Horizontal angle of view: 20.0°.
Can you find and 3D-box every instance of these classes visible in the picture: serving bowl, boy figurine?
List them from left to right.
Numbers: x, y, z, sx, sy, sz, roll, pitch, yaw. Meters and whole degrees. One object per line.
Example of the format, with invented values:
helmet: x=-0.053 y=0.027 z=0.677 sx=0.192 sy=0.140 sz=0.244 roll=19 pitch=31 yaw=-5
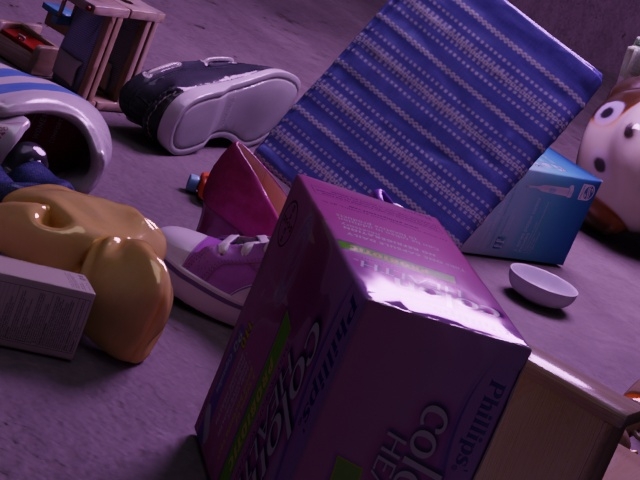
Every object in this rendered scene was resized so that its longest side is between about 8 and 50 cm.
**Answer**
boy figurine: x=-0.200 y=0.003 z=1.503 sx=0.177 sy=0.092 sz=0.285 roll=7 pitch=22 yaw=-45
serving bowl: x=0.249 y=0.056 z=2.064 sx=0.083 sy=0.027 sz=0.083 roll=21 pitch=14 yaw=-6

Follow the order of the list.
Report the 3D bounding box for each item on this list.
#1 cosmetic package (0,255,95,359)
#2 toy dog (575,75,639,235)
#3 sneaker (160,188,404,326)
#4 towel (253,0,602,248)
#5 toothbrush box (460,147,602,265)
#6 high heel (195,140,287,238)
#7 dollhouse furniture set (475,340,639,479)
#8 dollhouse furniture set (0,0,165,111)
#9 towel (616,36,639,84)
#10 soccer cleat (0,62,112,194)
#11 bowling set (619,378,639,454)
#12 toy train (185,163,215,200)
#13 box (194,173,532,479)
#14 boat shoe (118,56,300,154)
cosmetic package: x=-0.234 y=0.046 z=1.366 sx=0.115 sy=0.060 sz=0.041 roll=16 pitch=15 yaw=-26
toy dog: x=0.555 y=-0.083 z=2.508 sx=0.408 sy=0.284 sz=0.395 roll=21 pitch=2 yaw=-3
sneaker: x=-0.012 y=0.010 z=1.611 sx=0.282 sy=0.161 sz=0.102 roll=21 pitch=17 yaw=3
towel: x=0.120 y=-0.135 z=1.979 sx=0.243 sy=0.336 sz=0.040 roll=39 pitch=-17 yaw=10
toothbrush box: x=0.159 y=-0.081 z=2.222 sx=0.295 sy=0.126 sz=0.216 roll=8 pitch=22 yaw=-44
high heel: x=0.000 y=0.000 z=1.737 sx=0.244 sy=0.117 sz=0.082 roll=24 pitch=15 yaw=7
dollhouse furniture set: x=0.197 y=0.161 z=1.371 sx=0.212 sy=0.161 sz=0.242 roll=29 pitch=17 yaw=26
dollhouse furniture set: x=-0.308 y=-0.249 z=2.142 sx=0.183 sy=0.129 sz=0.129 roll=32 pitch=18 yaw=30
towel: x=0.527 y=-0.147 z=2.652 sx=0.248 sy=0.325 sz=0.038 roll=19 pitch=52 yaw=4
soccer cleat: x=-0.347 y=-0.128 z=1.700 sx=0.331 sy=0.116 sz=0.143 roll=16 pitch=17 yaw=-20
bowling set: x=0.354 y=0.149 z=1.548 sx=0.287 sy=0.200 sz=0.154 roll=25 pitch=40 yaw=33
toy train: x=-0.059 y=-0.039 z=1.925 sx=0.166 sy=0.046 sz=0.125 roll=20 pitch=16 yaw=-7
box: x=0.018 y=0.103 z=1.225 sx=0.117 sy=0.213 sz=0.243 roll=17 pitch=16 yaw=-18
boat shoe: x=-0.126 y=-0.173 z=2.167 sx=0.091 sy=0.114 sz=0.302 roll=34 pitch=18 yaw=19
